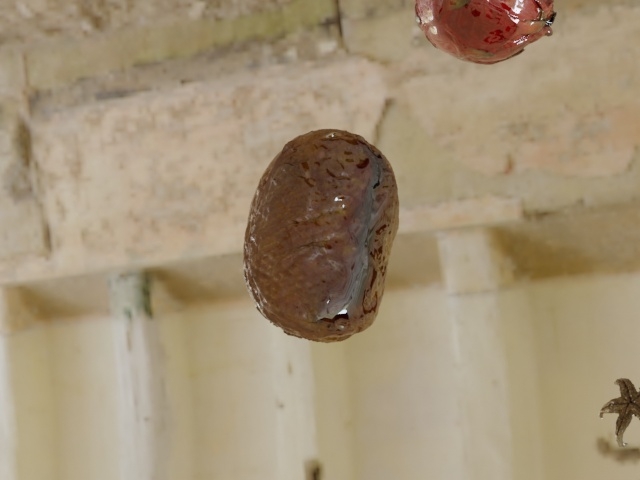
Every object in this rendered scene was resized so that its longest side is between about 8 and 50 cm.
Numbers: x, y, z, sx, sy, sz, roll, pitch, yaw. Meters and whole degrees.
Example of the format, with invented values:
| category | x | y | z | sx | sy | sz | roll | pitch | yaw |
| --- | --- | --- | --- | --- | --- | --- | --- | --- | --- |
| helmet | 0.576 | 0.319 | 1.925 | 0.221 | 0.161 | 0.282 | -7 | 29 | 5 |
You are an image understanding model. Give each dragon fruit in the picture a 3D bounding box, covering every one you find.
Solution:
| category | x | y | z | sx | sy | sz | roll | pitch | yaw |
| --- | --- | --- | --- | --- | --- | --- | --- | --- | --- |
| dragon fruit | 0.221 | -0.331 | 1.855 | 0.209 | 0.172 | 0.172 | 15 | -174 | 20 |

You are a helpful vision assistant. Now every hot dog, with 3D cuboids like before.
| category | x | y | z | sx | sy | sz | roll | pitch | yaw |
| --- | --- | --- | --- | --- | --- | --- | --- | --- | --- |
| hot dog | 0.003 | 0.000 | 1.374 | 0.160 | 0.227 | 0.099 | 19 | 157 | -9 |

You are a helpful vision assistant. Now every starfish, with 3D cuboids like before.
| category | x | y | z | sx | sy | sz | roll | pitch | yaw |
| --- | --- | --- | --- | --- | --- | --- | --- | --- | --- |
| starfish | 0.340 | 0.179 | 1.455 | 0.078 | 0.028 | 0.091 | -36 | -147 | 14 |
